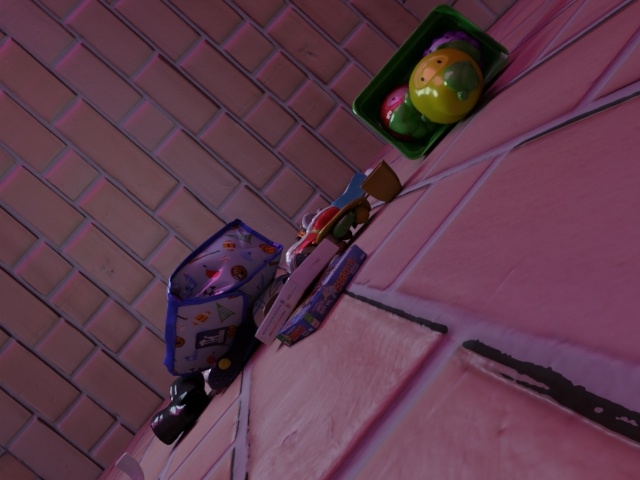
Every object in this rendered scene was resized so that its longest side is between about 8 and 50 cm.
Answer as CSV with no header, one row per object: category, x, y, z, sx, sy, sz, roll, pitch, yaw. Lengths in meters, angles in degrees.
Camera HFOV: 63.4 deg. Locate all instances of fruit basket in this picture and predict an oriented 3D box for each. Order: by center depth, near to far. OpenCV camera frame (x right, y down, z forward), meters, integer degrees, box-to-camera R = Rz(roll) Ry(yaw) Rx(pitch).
fruit basket,0.286,-0.400,1.326,0.392,0.283,0.392,-43,-14,-13

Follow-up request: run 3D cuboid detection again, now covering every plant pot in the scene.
plant pot,0.160,-0.144,1.316,0.081,0.083,0.081,-48,4,20

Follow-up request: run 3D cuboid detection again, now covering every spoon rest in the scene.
spoon rest,-0.437,0.588,1.081,0.137,0.084,0.276,-48,17,28

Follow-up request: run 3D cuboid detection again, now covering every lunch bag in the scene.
lunch bag,-0.299,0.182,1.518,0.385,0.239,0.327,-42,-26,-48

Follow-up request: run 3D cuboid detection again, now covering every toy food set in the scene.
toy food set,0.062,-0.015,1.378,0.218,0.071,0.128,-46,-19,16

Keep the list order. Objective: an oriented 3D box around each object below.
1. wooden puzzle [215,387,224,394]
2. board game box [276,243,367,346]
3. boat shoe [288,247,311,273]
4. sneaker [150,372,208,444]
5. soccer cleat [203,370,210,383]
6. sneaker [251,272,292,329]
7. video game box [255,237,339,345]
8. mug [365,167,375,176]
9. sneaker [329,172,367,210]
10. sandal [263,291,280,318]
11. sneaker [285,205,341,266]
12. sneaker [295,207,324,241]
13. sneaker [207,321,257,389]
wooden puzzle,-0.260,0.389,1.391,0.049,0.006,0.083,-52,5,-31
board game box,0.002,0.108,1.015,0.201,0.035,0.136,-52,5,-34
boat shoe,-0.030,0.057,1.562,0.076,0.080,0.228,-13,-4,14
sneaker,-0.361,0.444,1.449,0.130,0.109,0.286,-38,13,12
soccer cleat,-0.314,0.380,1.678,0.076,0.068,0.196,-39,16,39
sneaker,-0.123,0.169,1.469,0.086,0.085,0.237,-34,15,34
video game box,-0.049,0.110,1.149,0.187,0.048,0.205,-62,-8,33
mug,0.209,-0.238,1.955,0.062,0.078,0.064,-17,6,-14
sneaker,0.108,-0.139,1.929,0.228,0.087,0.092,-53,-17,-13
sandal,-0.079,0.149,1.297,0.180,0.072,0.049,-51,-11,-46
sneaker,0.000,0.000,1.794,0.279,0.107,0.118,-53,24,-14
sneaker,-0.041,-0.029,2.292,0.180,0.125,0.321,-52,-8,18
sneaker,-0.229,0.320,1.393,0.082,0.069,0.209,94,-161,-47
